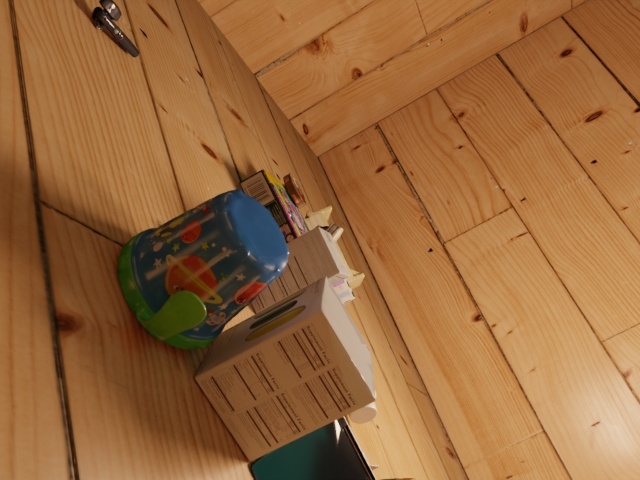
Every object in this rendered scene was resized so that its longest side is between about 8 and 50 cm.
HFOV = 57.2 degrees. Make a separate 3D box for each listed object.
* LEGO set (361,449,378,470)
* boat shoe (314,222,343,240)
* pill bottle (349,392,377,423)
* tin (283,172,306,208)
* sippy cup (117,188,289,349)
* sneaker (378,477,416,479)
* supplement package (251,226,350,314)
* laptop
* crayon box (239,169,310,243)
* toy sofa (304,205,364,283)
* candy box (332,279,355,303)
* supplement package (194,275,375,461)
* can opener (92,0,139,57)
[{"bbox_3d":[0.097,0.546,1.530,0.183,0.060,0.244,63,-4,3],"label":"LEGO set"},{"bbox_3d":[0.000,0.000,2.245,0.097,0.116,0.324,46,-20,4],"label":"boat shoe"},{"bbox_3d":[0.109,0.456,1.795,0.112,0.112,0.187,53,12,-39],"label":"pill bottle"},{"bbox_3d":[-0.097,-0.186,2.176,0.106,0.040,0.190,62,4,-24],"label":"tin"},{"bbox_3d":[-0.186,0.035,1.016,0.240,0.224,0.306,31,33,-48],"label":"sippy cup"},{"bbox_3d":[0.206,0.736,1.621,0.296,0.111,0.131,31,49,-68],"label":"sneaker"},{"bbox_3d":[-0.067,0.085,1.539,0.134,0.244,0.139,64,9,13],"label":"supplement package"},{"bbox_3d":[0.010,0.571,1.260,0.382,0.236,0.408,63,-18,6],"label":"laptop"},{"bbox_3d":[-0.116,-0.036,2.029,0.363,0.106,0.313,63,7,12],"label":"crayon box"},{"bbox_3d":[0.028,0.053,2.489,0.150,0.177,0.363,106,-39,-68],"label":"toy sofa"},{"bbox_3d":[0.050,0.162,2.274,0.196,0.070,0.165,63,-13,10],"label":"candy box"},{"bbox_3d":[-0.058,0.236,1.118,0.198,0.262,0.199,60,9,-11],"label":"supplement package"},{"bbox_3d":[-0.522,-0.537,1.513,0.059,0.073,0.186,57,-2,27],"label":"can opener"}]
